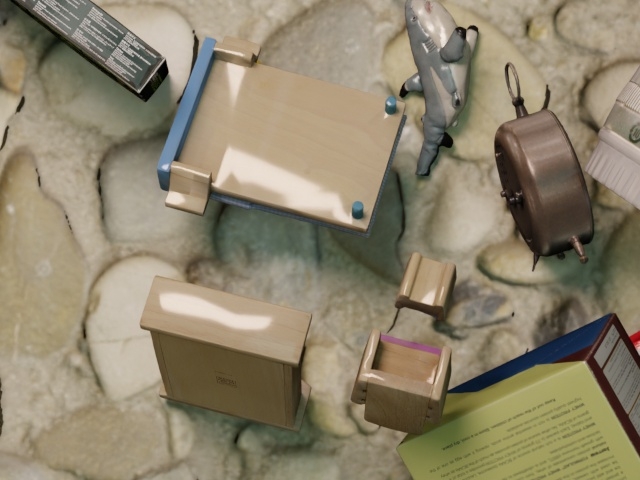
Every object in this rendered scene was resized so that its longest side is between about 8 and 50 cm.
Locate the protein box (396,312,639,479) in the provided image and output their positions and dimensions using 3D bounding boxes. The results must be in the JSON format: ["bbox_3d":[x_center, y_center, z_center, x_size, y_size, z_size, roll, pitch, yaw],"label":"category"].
[{"bbox_3d":[0.215,0.209,1.489,0.199,0.136,0.201,-28,94,26],"label":"protein box"}]

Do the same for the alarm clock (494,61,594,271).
[{"bbox_3d":[0.195,-0.069,1.521,0.064,0.129,0.192,-15,91,-3],"label":"alarm clock"}]

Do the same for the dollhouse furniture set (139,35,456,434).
[{"bbox_3d":[0.000,0.000,1.501,0.286,0.198,0.303,14,68,5],"label":"dollhouse furniture set"}]

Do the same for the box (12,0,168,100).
[{"bbox_3d":[-0.219,-0.195,1.455,0.190,0.184,0.045,37,87,-4],"label":"box"}]

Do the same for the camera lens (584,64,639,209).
[{"bbox_3d":[0.383,-0.118,1.420,0.219,0.219,0.274,34,97,-5],"label":"camera lens"}]

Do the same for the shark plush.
[{"bbox_3d":[0.106,-0.144,1.565,0.067,0.073,0.161,8,112,14],"label":"shark plush"}]

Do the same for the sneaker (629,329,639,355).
[{"bbox_3d":[0.366,0.142,1.564,0.221,0.087,0.128,6,92,-6],"label":"sneaker"}]
